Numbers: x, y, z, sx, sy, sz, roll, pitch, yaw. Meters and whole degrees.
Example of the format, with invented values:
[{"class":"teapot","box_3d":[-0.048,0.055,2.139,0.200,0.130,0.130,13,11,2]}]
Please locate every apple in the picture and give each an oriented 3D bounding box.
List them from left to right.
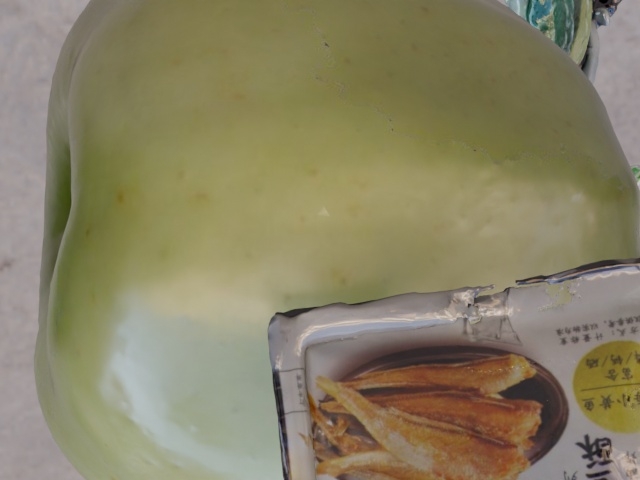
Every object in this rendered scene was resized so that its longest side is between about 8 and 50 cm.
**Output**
[{"class":"apple","box_3d":[0.000,0.000,0.794,0.357,0.357,0.357,-6,152,-3]}]

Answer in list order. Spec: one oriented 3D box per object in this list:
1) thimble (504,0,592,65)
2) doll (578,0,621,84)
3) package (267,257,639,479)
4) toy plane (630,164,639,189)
[{"class":"thimble","box_3d":[0.162,-0.254,1.605,0.288,0.254,0.167,-15,-174,30]},{"class":"doll","box_3d":[0.294,-0.257,1.760,0.145,0.316,0.103,25,169,5]},{"class":"package","box_3d":[0.072,0.097,0.511,0.171,0.173,0.027,-9,163,6]},{"class":"toy plane","box_3d":[0.298,-0.009,1.448,0.174,0.174,0.080,-14,145,11]}]
